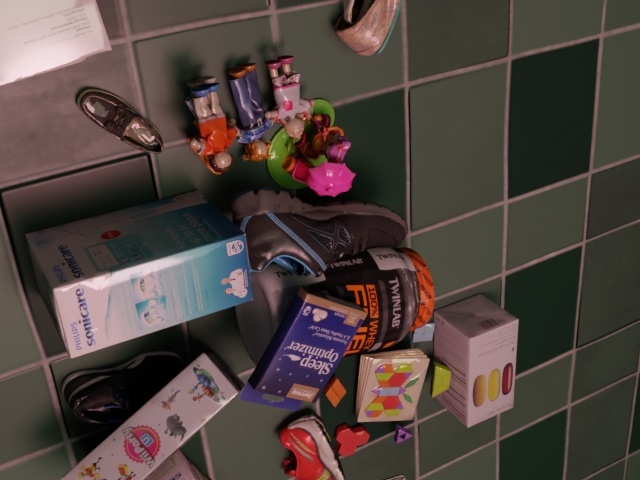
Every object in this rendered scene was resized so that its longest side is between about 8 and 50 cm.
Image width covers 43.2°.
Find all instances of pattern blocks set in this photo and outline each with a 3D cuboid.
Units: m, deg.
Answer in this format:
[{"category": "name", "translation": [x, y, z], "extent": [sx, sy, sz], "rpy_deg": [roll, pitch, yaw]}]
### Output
[{"category": "pattern blocks set", "translation": [0.149, 0.319, 1.747], "extent": [0.285, 0.026, 0.325], "rpy_deg": [-12, 120, -12]}]

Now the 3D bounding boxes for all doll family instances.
[{"category": "doll family", "translation": [-0.134, -0.198, 1.331], "extent": [0.263, 0.118, 0.163], "rpy_deg": [-30, 120, -38]}]

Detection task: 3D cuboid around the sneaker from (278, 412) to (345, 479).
[{"category": "sneaker", "translation": [-0.018, 0.484, 1.738], "extent": [0.118, 0.107, 0.279], "rpy_deg": [-20, 120, 0]}]

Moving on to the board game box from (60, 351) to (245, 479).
[{"category": "board game box", "translation": [-0.277, 0.329, 1.408], "extent": [0.303, 0.224, 0.097], "rpy_deg": [-43, 85, -7]}]

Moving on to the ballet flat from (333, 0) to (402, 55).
[{"category": "ballet flat", "translation": [0.110, -0.466, 1.341], "extent": [0.106, 0.107, 0.316], "rpy_deg": [16, 102, -28]}]

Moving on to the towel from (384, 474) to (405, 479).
[{"category": "towel", "translation": [0.148, 0.641, 1.943], "extent": [0.113, 0.023, 0.152], "rpy_deg": [-6, 115, -28]}]

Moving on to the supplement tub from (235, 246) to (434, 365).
[{"category": "supplement tub", "translation": [0.029, 0.115, 1.502], "extent": [0.338, 0.207, 0.207], "rpy_deg": [-9, 117, -27]}]

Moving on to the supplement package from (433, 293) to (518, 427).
[{"category": "supplement package", "translation": [0.345, 0.269, 1.813], "extent": [0.139, 0.134, 0.244], "rpy_deg": [-18, 121, -23]}]

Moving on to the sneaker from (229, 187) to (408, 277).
[{"category": "sneaker", "translation": [0.000, 0.000, 1.394], "extent": [0.341, 0.125, 0.140], "rpy_deg": [4, 78, -28]}]

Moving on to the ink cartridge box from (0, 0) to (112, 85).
[{"category": "ink cartridge box", "translation": [-0.402, -0.344, 1.043], "extent": [0.168, 0.171, 0.233], "rpy_deg": [-25, 123, -19]}]

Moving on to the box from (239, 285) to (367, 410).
[{"category": "box", "translation": [-0.029, 0.193, 1.355], "extent": [0.136, 0.036, 0.225], "rpy_deg": [20, 105, -37]}]

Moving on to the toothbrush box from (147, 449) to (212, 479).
[{"category": "toothbrush box", "translation": [-0.269, 0.579, 1.598], "extent": [0.206, 0.122, 0.283], "rpy_deg": [-41, 128, -8]}]

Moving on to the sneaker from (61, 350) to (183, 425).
[{"category": "sneaker", "translation": [-0.329, 0.268, 1.412], "extent": [0.217, 0.121, 0.079], "rpy_deg": [-12, 119, -26]}]

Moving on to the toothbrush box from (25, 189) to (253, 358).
[{"category": "toothbrush box", "translation": [-0.286, 0.042, 1.272], "extent": [0.295, 0.216, 0.126], "rpy_deg": [-17, 120, -22]}]

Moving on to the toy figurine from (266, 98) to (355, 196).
[{"category": "toy figurine", "translation": [0.008, -0.145, 1.394], "extent": [0.130, 0.159, 0.173], "rpy_deg": [22, 99, -37]}]

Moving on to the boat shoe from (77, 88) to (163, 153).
[{"category": "boat shoe", "translation": [-0.304, -0.184, 1.255], "extent": [0.152, 0.049, 0.056], "rpy_deg": [28, 97, -37]}]
